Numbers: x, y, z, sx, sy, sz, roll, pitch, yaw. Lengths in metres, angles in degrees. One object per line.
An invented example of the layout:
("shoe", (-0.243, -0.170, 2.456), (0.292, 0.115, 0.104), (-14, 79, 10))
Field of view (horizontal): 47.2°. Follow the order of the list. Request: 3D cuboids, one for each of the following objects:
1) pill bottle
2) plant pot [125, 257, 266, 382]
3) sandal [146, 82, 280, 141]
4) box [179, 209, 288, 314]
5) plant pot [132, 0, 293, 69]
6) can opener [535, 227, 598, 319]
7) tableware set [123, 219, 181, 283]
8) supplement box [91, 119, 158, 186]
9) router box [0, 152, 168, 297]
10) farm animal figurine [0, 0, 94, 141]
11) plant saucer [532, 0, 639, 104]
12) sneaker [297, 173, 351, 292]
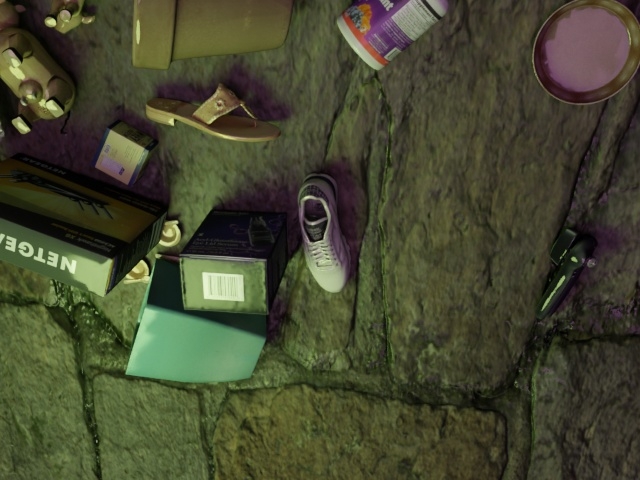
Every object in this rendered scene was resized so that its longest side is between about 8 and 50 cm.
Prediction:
("pill bottle", (0.129, -0.365, 1.131), (0.193, 0.108, 0.108), (-38, 105, 21))
("plant pot", (-0.230, 0.169, 1.406), (0.234, 0.166, 0.165), (15, 117, -15))
("sandal", (-0.184, -0.232, 1.249), (0.240, 0.088, 0.079), (12, 122, 8))
("box", (-0.147, 0.033, 1.302), (0.153, 0.207, 0.108), (3, 115, 5))
("plant pot", (-0.162, -0.381, 1.106), (0.229, 0.263, 0.263), (3, 117, -13))
("can opener", (0.444, 0.067, 1.329), (0.059, 0.073, 0.186), (-6, 125, -33))
("tableware set", (-0.331, 0.020, 1.425), (0.141, 0.020, 0.168), (-2, 114, 9))
("supplement box", (-0.353, -0.158, 1.323), (0.083, 0.056, 0.083), (29, 115, -6))
("router box", (-0.459, -0.036, 1.282), (0.309, 0.243, 0.081), (20, 115, 2))
("farm animal figurine", (-0.494, -0.335, 1.210), (0.330, 0.172, 0.327), (-11, 126, 4))
("plant saucer", (0.422, -0.302, 1.165), (0.168, 0.029, 0.168), (3, 116, 6))
("sneaker", (0.000, 0.000, 1.330), (0.090, 0.095, 0.235), (-9, 115, 10))
